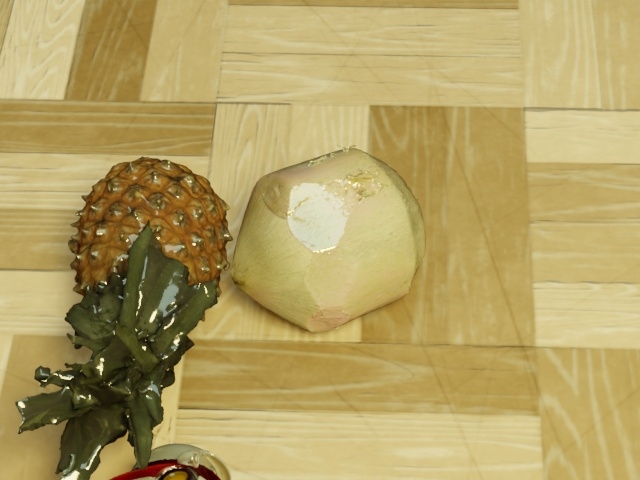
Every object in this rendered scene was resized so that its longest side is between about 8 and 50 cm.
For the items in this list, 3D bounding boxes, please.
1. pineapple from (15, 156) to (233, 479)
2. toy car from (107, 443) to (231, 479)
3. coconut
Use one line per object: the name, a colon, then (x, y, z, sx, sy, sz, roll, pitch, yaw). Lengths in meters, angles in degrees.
pineapple: (-0.162, 0.069, 1.549, 0.165, 0.166, 0.364, 1, 33, 2)
toy car: (-0.132, 0.223, 1.488, 0.139, 0.112, 0.112, -7, 29, 15)
coconut: (0.000, 0.000, 1.640, 0.183, 0.171, 0.171, -20, 49, -25)
